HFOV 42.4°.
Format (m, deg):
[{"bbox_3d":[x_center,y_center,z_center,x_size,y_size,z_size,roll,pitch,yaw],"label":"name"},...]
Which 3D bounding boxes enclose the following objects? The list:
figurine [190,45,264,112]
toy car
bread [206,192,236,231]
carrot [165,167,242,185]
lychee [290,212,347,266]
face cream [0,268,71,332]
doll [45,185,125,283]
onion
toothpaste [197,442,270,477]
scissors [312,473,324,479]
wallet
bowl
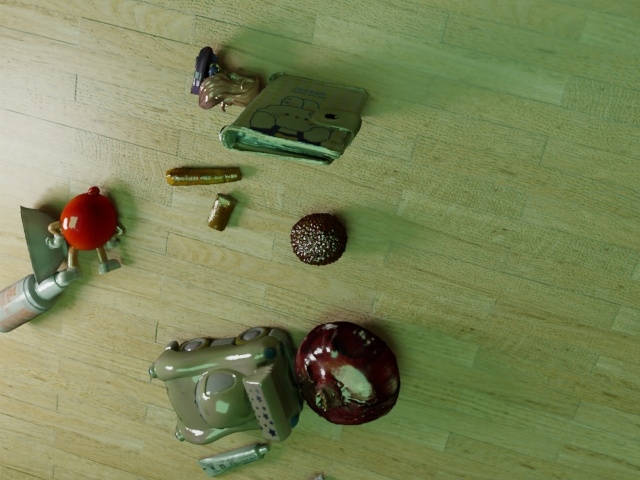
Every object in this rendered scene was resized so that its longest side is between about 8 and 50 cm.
[{"bbox_3d":[-0.196,-0.310,1.675,0.157,0.114,0.126,31,160,-9],"label":"figurine"},{"bbox_3d":[-0.221,0.359,1.916,0.335,0.226,0.242,-12,111,17],"label":"toy car"},{"bbox_3d":[-0.221,-0.063,1.833,0.047,0.036,0.083,20,118,-13],"label":"bread"},{"bbox_3d":[-0.255,-0.142,1.805,0.170,0.042,0.042,-2,113,13],"label":"carrot"},{"bbox_3d":[-0.001,-0.003,1.758,0.123,0.129,0.123,1,87,-13],"label":"lychee"},{"bbox_3d":[-0.698,0.135,2.005,0.251,0.101,0.101,-27,105,23],"label":"face cream"},{"bbox_3d":[-0.535,-0.020,1.878,0.085,0.183,0.217,25,120,46],"label":"doll"},{"bbox_3d":[0.053,0.306,1.830,0.252,0.219,0.252,8,113,20],"label":"onion"},{"bbox_3d":[-0.219,0.560,2.114,0.218,0.041,0.064,-24,112,26],"label":"toothpaste"},{"bbox_3d":[-0.070,0.671,2.128,0.118,0.030,0.242,43,119,-8],"label":"scissors"},{"bbox_3d":[-0.038,-0.227,1.560,0.223,0.309,0.077,16,120,5],"label":"wallet"},{"bbox_3d":[-0.634,0.002,1.915,0.086,0.189,0.189,-13,114,-17],"label":"bowl"}]
